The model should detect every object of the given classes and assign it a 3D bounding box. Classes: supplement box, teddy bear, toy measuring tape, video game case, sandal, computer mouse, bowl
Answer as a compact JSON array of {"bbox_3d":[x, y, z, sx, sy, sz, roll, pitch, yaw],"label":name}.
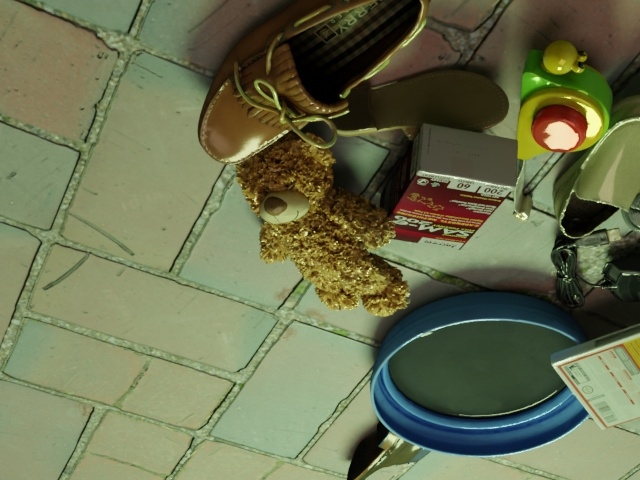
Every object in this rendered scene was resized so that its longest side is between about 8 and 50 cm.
[{"bbox_3d":[0.166,-0.066,1.351,0.130,0.073,0.239,9,159,-6],"label":"supplement box"},{"bbox_3d":[0.000,0.000,1.427,0.245,0.113,0.338,22,150,29],"label":"teddy bear"},{"bbox_3d":[0.319,-0.131,1.316,0.121,0.121,0.330,-3,142,5],"label":"toy measuring tape"},{"bbox_3d":[0.539,0.199,1.580,0.285,0.025,0.204,-24,127,25],"label":"video game case"},{"bbox_3d":[0.131,-0.169,1.327,0.240,0.088,0.079,-3,167,13],"label":"sandal"},{"bbox_3d":[0.478,0.028,1.505,0.262,0.060,0.184,-5,140,24],"label":"computer mouse"},{"bbox_3d":[0.280,0.232,1.702,0.391,0.077,0.391,2,135,2],"label":"bowl"}]

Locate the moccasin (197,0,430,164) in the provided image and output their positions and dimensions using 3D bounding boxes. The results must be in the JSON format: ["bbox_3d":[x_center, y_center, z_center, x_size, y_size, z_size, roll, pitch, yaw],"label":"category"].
[{"bbox_3d":[-0.013,-0.206,1.227,0.380,0.147,0.139,-30,127,28],"label":"moccasin"}]

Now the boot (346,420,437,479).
[{"bbox_3d":[0.132,0.412,1.885,0.106,0.082,0.219,21,130,-14],"label":"boot"}]

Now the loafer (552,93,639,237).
[{"bbox_3d":[0.395,-0.089,1.332,0.102,0.092,0.268,14,146,-5],"label":"loafer"}]

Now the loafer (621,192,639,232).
[{"bbox_3d":[0.548,-0.086,1.386,0.267,0.084,0.096,-17,101,14],"label":"loafer"}]
